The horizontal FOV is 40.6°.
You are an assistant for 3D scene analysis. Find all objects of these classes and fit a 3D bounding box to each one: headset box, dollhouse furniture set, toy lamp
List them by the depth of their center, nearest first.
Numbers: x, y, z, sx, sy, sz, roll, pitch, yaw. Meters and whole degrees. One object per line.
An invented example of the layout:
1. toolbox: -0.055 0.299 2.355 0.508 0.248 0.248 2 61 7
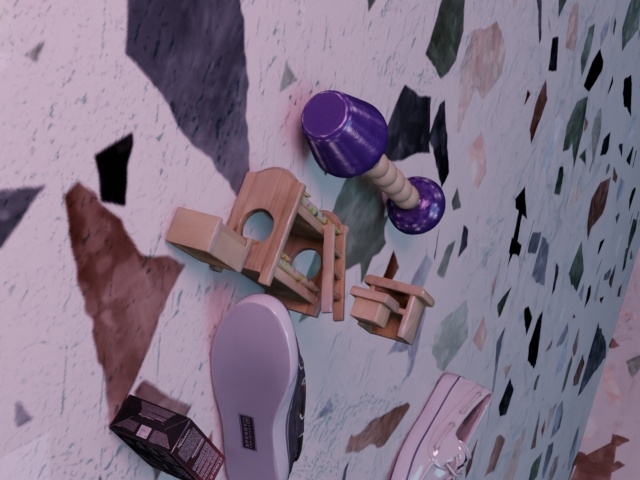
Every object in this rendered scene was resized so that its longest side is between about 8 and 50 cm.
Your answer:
1. headset box: -0.116 0.160 0.676 0.032 0.062 0.083 -61 148 -25
2. dollhouse furniture set: 0.000 0.000 0.714 0.182 0.160 0.101 42 65 -60
3. toy lamp: 0.059 -0.075 0.878 0.274 0.080 0.080 30 76 -61

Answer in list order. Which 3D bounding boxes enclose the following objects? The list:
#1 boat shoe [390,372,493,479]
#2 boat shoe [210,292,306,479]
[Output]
1. boat shoe: 0.176 0.304 1.256 0.258 0.084 0.095 -58 147 -31
2. boat shoe: -0.044 0.136 0.787 0.076 0.080 0.229 -47 142 -53
